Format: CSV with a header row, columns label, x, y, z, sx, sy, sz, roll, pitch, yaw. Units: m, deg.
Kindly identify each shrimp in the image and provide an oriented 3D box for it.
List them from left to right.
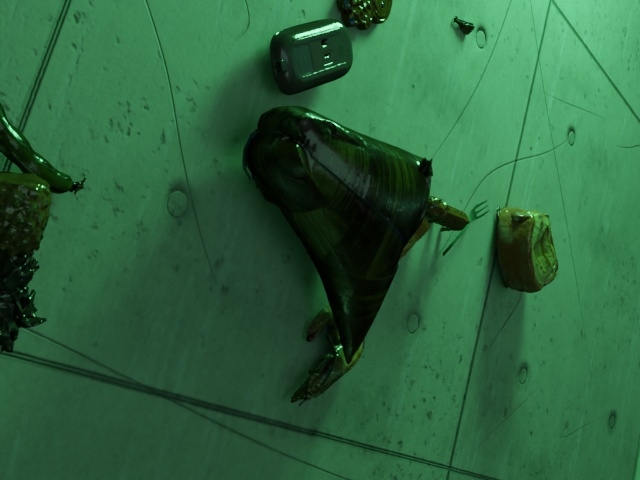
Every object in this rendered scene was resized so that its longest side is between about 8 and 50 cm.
label,x,y,z,sx,sy,sz,roll,pitch,yaw
shrimp,0.007,0.220,1.582,0.251,0.052,0.144,-47,116,-45

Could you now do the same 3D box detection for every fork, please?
label,x,y,z,sx,sy,sz,roll,pitch,yaw
fork,0.351,-0.030,1.975,0.235,0.021,0.039,-41,118,-38

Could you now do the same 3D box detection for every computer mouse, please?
label,x,y,z,sx,sy,sz,roll,pitch,yaw
computer mouse,-0.019,-0.344,1.498,0.232,0.057,0.120,-32,116,-46

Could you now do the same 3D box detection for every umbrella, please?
label,x,y,z,sx,sy,sz,roll,pitch,yaw
umbrella,0.345,-0.519,1.934,0.083,0.020,0.031,12,123,-49

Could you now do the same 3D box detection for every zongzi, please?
label,x,y,z,sx,sy,sz,roll,pitch,yaw
zongzi,0.000,0.000,1.461,0.403,0.207,0.433,18,90,-44

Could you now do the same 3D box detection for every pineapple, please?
label,x,y,z,sx,sy,sz,roll,pitch,yaw
pineapple,-0.410,0.031,1.047,0.119,0.111,0.237,7,97,-20

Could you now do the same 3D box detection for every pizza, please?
label,x,y,z,sx,sy,sz,roll,pitch,yaw
pizza,0.152,-0.015,1.715,0.175,0.046,0.134,12,100,-36

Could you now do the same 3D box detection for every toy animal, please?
label,x,y,z,sx,sy,sz,roll,pitch,yaw
toy animal,0.275,-0.053,1.824,0.241,0.099,0.057,21,78,-47

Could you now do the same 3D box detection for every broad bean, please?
label,x,y,z,sx,sy,sz,roll,pitch,yaw
broad bean,-0.405,-0.130,1.083,0.227,0.039,0.069,51,31,-41

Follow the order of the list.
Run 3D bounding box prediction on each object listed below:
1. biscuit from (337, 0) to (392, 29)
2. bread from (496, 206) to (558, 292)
label,x,y,z,sx,sy,sz,roll,pitch,yaw
biscuit,0.098,-0.496,1.644,0.175,0.026,0.124,-46,125,-37
bread,0.541,0.019,2.121,0.190,0.123,0.244,-43,122,-37
